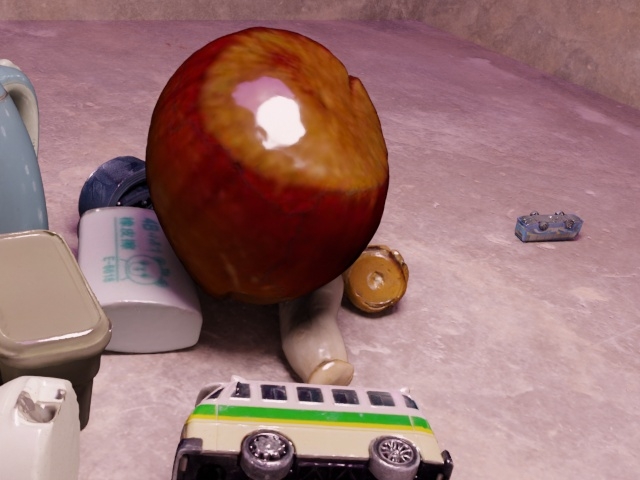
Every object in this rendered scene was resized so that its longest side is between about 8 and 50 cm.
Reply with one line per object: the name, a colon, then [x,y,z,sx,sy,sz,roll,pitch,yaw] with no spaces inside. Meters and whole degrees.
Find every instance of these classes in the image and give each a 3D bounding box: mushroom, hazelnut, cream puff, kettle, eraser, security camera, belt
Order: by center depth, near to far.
security camera: [-0.384,0.233,0.758,0.237,0.194,0.194,2,29,-4]
hazelnut: [-0.095,-0.119,1.121,0.403,0.402,0.429,2,58,-15]
mushroom: [-0.012,0.120,1.176,0.110,0.097,0.351,-5,33,0]
kettle: [-0.554,-0.125,1.177,0.247,0.341,0.319,12,28,5]
eraser: [-0.300,0.056,1.184,0.189,0.104,0.290,8,28,-21]
cream puff: [0.089,0.062,1.291,0.133,0.119,0.104,27,8,3]
belt: [-0.365,-0.084,1.371,0.082,0.141,0.190,23,30,18]

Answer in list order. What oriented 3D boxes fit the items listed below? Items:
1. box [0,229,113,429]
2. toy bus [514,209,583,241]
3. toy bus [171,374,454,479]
box: [-0.368,0.124,0.956,0.138,0.178,0.274,-8,34,-29]
toy bus: [0.515,-0.031,1.651,0.153,0.061,0.051,-2,33,-19]
toy bus: [-0.019,0.257,0.871,0.306,0.143,0.179,5,27,-9]
